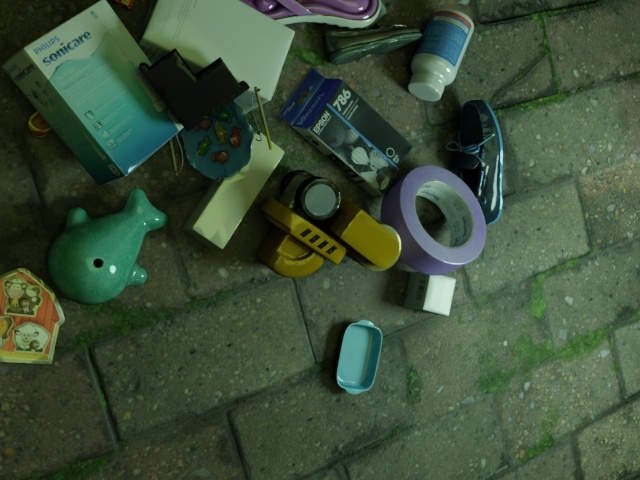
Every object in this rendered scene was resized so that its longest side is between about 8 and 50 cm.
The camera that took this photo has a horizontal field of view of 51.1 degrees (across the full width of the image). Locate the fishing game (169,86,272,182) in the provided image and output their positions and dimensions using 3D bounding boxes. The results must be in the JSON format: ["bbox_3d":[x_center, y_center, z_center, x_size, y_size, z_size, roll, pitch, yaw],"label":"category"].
[{"bbox_3d":[-0.230,-0.222,1.448,0.041,0.264,0.189,-19,101,-63],"label":"fishing game"}]

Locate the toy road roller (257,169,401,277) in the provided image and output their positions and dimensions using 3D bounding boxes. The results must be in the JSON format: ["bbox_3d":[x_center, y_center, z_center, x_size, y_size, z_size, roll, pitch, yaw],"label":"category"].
[{"bbox_3d":[0.000,0.000,1.579,0.330,0.202,0.240,35,90,-21],"label":"toy road roller"}]

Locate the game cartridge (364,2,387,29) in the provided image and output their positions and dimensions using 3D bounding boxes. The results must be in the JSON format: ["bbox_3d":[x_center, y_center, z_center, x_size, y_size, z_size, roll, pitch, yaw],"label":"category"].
[{"bbox_3d":[0.130,-0.592,1.737,0.083,0.017,0.056,-44,111,-19],"label":"game cartridge"}]

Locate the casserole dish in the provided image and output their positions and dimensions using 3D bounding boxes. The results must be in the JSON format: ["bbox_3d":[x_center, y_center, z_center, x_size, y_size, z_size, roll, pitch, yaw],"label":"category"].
[{"bbox_3d":[0.092,0.294,1.703,0.114,0.037,0.188,14,84,-25],"label":"casserole dish"}]

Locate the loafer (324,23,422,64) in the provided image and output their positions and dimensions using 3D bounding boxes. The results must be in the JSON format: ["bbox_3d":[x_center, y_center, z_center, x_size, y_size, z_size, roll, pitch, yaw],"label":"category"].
[{"bbox_3d":[0.136,-0.519,1.699,0.268,0.096,0.084,-20,88,-21],"label":"loafer"}]

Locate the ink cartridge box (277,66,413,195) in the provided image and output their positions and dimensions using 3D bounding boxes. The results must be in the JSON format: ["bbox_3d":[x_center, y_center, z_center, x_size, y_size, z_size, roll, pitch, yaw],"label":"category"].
[{"bbox_3d":[0.069,-0.274,1.681,0.333,0.065,0.165,37,75,-20],"label":"ink cartridge box"}]

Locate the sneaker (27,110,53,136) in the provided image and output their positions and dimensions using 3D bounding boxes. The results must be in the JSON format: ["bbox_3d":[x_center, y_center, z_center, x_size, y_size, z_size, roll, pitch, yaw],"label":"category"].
[{"bbox_3d":[-0.531,-0.279,1.387,0.064,0.067,0.175,43,71,-18],"label":"sneaker"}]

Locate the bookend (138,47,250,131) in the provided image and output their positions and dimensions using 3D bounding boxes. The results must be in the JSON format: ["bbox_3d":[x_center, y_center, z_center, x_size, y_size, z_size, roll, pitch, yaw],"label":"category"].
[{"bbox_3d":[-0.253,-0.330,1.344,0.156,0.072,0.157,-36,114,2],"label":"bookend"}]

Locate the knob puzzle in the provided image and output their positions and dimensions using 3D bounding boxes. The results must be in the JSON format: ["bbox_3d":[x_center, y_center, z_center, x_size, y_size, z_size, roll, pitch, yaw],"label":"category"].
[{"bbox_3d":[-0.621,0.152,1.362,0.213,0.030,0.213,0,90,-26],"label":"knob puzzle"}]

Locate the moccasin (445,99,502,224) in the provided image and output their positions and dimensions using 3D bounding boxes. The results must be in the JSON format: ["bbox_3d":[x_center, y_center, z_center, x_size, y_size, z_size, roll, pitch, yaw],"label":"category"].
[{"bbox_3d":[0.420,-0.208,1.810,0.117,0.138,0.341,-10,93,-21],"label":"moccasin"}]

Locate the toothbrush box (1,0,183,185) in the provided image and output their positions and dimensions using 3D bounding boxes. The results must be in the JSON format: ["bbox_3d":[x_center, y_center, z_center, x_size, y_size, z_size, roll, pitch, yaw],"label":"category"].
[{"bbox_3d":[-0.442,-0.295,1.351,0.295,0.126,0.216,55,51,-24],"label":"toothbrush box"}]

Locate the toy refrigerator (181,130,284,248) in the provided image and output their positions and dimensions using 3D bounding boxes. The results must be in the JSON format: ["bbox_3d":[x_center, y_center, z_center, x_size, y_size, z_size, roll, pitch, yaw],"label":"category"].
[{"bbox_3d":[-0.196,-0.112,1.529,0.094,0.102,0.269,36,74,-21],"label":"toy refrigerator"}]

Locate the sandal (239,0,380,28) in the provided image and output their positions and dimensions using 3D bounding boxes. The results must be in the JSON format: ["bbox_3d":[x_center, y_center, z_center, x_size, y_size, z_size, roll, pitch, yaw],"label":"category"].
[{"bbox_3d":[-0.046,-0.600,1.582,0.417,0.102,0.169,-4,81,-18],"label":"sandal"}]

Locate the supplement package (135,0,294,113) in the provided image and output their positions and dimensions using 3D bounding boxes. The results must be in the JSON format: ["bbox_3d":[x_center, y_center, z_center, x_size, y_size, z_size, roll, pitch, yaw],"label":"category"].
[{"bbox_3d":[-0.239,-0.428,1.467,0.293,0.177,0.175,22,80,-23],"label":"supplement package"}]

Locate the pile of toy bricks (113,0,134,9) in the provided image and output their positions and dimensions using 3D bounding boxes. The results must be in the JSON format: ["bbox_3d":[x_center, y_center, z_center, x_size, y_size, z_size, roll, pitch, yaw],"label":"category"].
[{"bbox_3d":[-0.475,-0.582,1.393,0.212,0.105,0.118,23,80,-24],"label":"pile of toy bricks"}]

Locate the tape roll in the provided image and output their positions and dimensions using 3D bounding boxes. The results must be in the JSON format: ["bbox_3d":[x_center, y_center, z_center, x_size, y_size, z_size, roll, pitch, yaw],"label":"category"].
[{"bbox_3d":[0.292,-0.052,1.719,0.275,0.090,0.274,14,61,-27],"label":"tape roll"}]

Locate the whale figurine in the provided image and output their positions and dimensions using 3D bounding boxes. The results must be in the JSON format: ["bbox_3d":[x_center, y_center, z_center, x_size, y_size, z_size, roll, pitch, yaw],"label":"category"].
[{"bbox_3d":[-0.436,0.011,1.390,0.272,0.141,0.216,-46,108,-19],"label":"whale figurine"}]

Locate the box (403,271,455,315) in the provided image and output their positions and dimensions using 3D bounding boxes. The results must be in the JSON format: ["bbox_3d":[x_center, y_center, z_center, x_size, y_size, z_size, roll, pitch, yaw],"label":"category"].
[{"bbox_3d":[0.286,0.139,1.761,0.087,0.102,0.101,15,82,-23],"label":"box"}]

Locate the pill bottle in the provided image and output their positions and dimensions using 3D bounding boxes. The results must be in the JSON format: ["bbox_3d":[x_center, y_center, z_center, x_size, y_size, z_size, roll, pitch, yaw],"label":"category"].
[{"bbox_3d":[0.311,-0.486,1.763,0.124,0.124,0.221,28,77,-23],"label":"pill bottle"}]
